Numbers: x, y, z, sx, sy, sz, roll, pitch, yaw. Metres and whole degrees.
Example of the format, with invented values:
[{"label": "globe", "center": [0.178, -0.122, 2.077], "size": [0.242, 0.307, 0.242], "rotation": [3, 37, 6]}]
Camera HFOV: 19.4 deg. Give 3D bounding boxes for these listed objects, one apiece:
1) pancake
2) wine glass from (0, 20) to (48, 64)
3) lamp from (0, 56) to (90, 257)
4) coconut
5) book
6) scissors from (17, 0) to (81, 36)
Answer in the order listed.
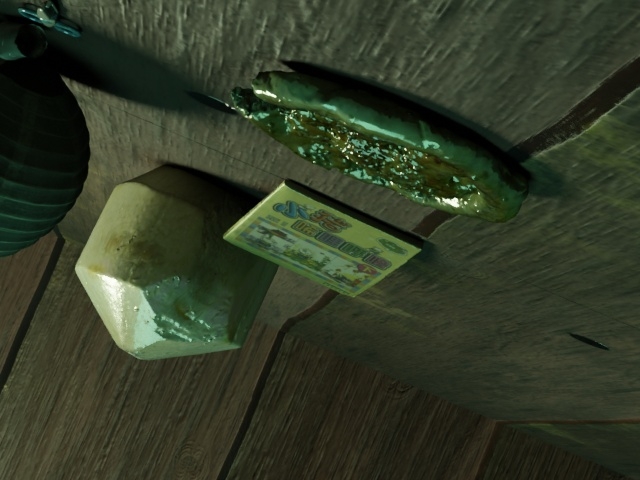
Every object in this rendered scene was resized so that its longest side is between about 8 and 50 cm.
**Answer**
[{"label": "pancake", "center": [0.047, -0.073, 1.475], "size": [0.254, 0.037, 0.253], "rotation": [23, 172, 3]}, {"label": "wine glass", "center": [-0.276, -0.177, 1.683], "size": [0.039, 0.042, 0.083], "rotation": [-8, -169, -36]}, {"label": "lamp", "center": [-0.349, -0.083, 1.795], "size": [0.233, 0.233, 0.265], "rotation": [21, -167, 15]}, {"label": "coconut", "center": [-0.168, 0.039, 2.209], "size": [0.241, 0.241, 0.241], "rotation": [22, 173, 3]}, {"label": "book", "center": [0.000, 0.000, 2.033], "size": [0.168, 0.013, 0.192], "rotation": [25, 155, -14]}, {"label": "scissors", "center": [-0.228, -0.188, 1.560], "size": [0.058, 0.014, 0.119], "rotation": [22, 176, -4]}]
